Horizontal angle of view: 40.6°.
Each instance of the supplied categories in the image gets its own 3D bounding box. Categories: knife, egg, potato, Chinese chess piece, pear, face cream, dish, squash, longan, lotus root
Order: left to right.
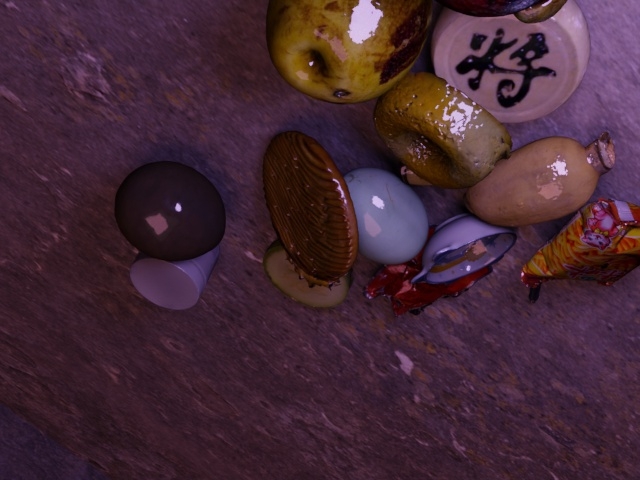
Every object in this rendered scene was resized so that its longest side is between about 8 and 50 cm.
[{"bbox_3d":[-0.324,-0.059,1.886,0.248,0.248,0.248,12,138,11],"label":"longan"},{"bbox_3d":[-0.344,0.052,2.054,0.178,0.152,0.177,11,137,10],"label":"face cream"},{"bbox_3d":[-0.031,0.079,2.029,0.219,0.041,0.219,13,138,12],"label":"squash"},{"bbox_3d":[0.044,-0.353,1.370,0.284,0.283,0.283,12,138,11],"label":"pear"},{"bbox_3d":[0.120,-0.050,1.730,0.168,0.168,0.231,-20,125,38],"label":"egg"},{"bbox_3d":[0.214,-0.143,1.671,0.103,0.066,0.096,-4,136,24],"label":"potato"},{"bbox_3d":[0.274,0.008,1.748,0.228,0.086,0.236,-27,157,9],"label":"dish"},{"bbox_3d":[0.309,-0.314,1.418,0.257,0.104,0.257,12,139,11],"label":"Chinese chess piece"},{"bbox_3d":[0.391,-0.104,1.583,0.303,0.130,0.146,-20,125,38],"label":"lotus root"},{"bbox_3d":[0.464,0.092,1.848,0.031,0.018,0.121,12,140,14],"label":"knife"}]

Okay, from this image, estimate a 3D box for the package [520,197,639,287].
[{"bbox_3d":[0.539,0.005,1.641,0.224,0.108,0.288,9,150,-18],"label":"package"}]

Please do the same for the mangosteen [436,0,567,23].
[{"bbox_3d":[0.248,-0.429,1.172,0.301,0.300,0.300,12,138,11],"label":"mangosteen"}]

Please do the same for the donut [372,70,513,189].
[{"bbox_3d":[0.200,-0.184,1.504,0.272,0.107,0.272,34,171,6],"label":"donut"}]

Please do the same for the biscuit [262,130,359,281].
[{"bbox_3d":[-0.028,-0.066,1.736,0.318,0.040,0.317,38,139,42],"label":"biscuit"}]

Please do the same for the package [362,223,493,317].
[{"bbox_3d":[0.223,0.084,1.908,0.194,0.071,0.269,28,137,-29],"label":"package"}]

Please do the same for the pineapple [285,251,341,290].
[{"bbox_3d":[0.000,0.000,1.864,0.225,0.076,0.224,22,123,38],"label":"pineapple"}]
